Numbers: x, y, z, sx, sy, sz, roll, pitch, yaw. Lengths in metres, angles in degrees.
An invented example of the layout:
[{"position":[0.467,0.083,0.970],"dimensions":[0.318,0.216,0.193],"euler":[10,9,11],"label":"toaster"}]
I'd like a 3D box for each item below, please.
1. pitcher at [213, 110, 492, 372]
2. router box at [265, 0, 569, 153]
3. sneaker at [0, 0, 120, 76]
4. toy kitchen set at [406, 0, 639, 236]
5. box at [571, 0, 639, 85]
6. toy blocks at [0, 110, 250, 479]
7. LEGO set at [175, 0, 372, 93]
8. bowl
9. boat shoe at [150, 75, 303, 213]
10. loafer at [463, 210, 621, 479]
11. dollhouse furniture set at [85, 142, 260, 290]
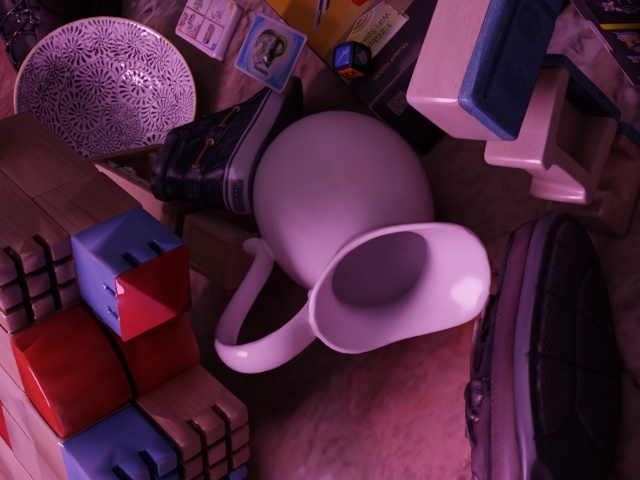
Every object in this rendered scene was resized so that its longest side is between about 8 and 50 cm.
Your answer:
[{"position":[0.000,0.000,0.684],"dimensions":[0.177,0.126,0.207],"euler":[-23,31,-2],"label":"pitcher"},{"position":[0.107,-0.257,0.805],"dimensions":[0.309,0.081,0.243],"euler":[-47,45,9],"label":"router box"},{"position":[-0.296,-0.202,1.082],"dimensions":[0.109,0.130,0.286],"euler":[-26,53,24],"label":"sneaker"},{"position":[0.183,-0.085,0.548],"dimensions":[0.166,0.207,0.122],"euler":[11,79,42],"label":"toy kitchen set"},{"position":[0.256,-0.157,0.527],"dimensions":[0.270,0.216,0.060],"euler":[10,74,44],"label":"box"},{"position":[-0.150,0.104,0.658],"dimensions":[0.190,0.382,0.261],"euler":[-27,45,-31],"label":"toy blocks"},{"position":[-0.012,-0.211,0.806],"dimensions":[0.244,0.060,0.183],"euler":[37,106,47],"label":"LEGO set"},{"position":[-0.206,-0.124,0.975],"dimensions":[0.080,0.170,0.170],"euler":[118,168,-72],"label":"bowl"},{"position":[-0.071,-0.087,0.811],"dimensions":[0.083,0.065,0.183],"euler":[7,33,12],"label":"boat shoe"},{"position":[0.111,0.128,0.570],"dimensions":[0.095,0.109,0.303],"euler":[-16,60,38],"label":"loafer"},{"position":[-0.114,0.027,0.854],"dimensions":[0.181,0.101,0.161],"euler":[27,119,31],"label":"dollhouse furniture set"}]
